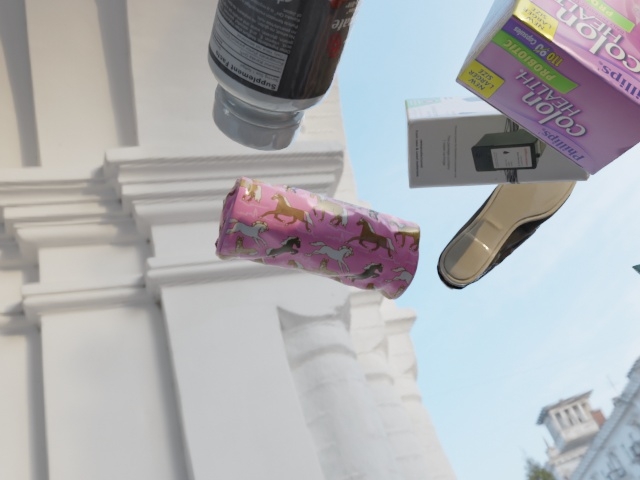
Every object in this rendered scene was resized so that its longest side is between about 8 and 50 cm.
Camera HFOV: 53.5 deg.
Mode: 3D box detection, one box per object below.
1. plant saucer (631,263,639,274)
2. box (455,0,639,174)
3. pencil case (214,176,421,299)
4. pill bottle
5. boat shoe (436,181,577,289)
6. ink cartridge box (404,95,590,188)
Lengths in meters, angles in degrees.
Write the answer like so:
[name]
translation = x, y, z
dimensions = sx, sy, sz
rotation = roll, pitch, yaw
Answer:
[plant saucer]
translation = 0.320, 0.070, 0.496
dimensions = 0.067, 0.192, 0.018
rotation = 36, -76, -16
[box]
translation = 0.319, -0.247, 0.799
dimensions = 0.213, 0.243, 0.117
rotation = 33, -33, -5
[pencil case]
translation = 0.000, 0.000, 1.198
dimensions = 0.385, 0.160, 0.167
rotation = 13, -10, -12
[pill bottle]
translation = -0.048, -0.280, 0.824
dimensions = 0.176, 0.176, 0.319
rotation = -1, -43, -26
[boat shoe]
translation = 0.348, -0.034, 1.211
dimensions = 0.335, 0.112, 0.095
rotation = -42, -13, -7
[ink cartridge box]
translation = 0.277, -0.169, 1.036
dimensions = 0.272, 0.198, 0.115
rotation = -2, -69, 7
